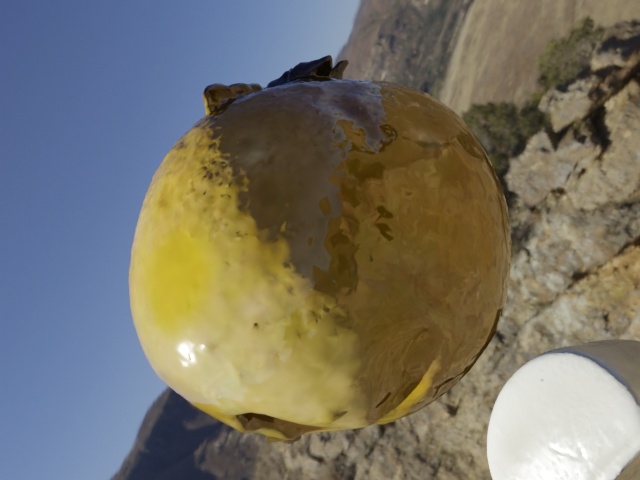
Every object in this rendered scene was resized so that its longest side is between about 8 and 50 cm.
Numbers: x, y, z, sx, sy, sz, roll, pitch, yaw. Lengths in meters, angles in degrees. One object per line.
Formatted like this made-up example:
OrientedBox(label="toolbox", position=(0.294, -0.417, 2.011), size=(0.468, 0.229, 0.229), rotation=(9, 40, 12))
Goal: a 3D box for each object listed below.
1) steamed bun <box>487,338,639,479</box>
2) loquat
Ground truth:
OrientedBox(label="steamed bun", position=(0.305, 0.216, 0.864), size=(0.164, 0.146, 0.242), rotation=(54, 132, 39))
OrientedBox(label="loquat", position=(0.000, 0.000, 0.459), size=(0.244, 0.243, 0.244), rotation=(-160, 90, -90))
